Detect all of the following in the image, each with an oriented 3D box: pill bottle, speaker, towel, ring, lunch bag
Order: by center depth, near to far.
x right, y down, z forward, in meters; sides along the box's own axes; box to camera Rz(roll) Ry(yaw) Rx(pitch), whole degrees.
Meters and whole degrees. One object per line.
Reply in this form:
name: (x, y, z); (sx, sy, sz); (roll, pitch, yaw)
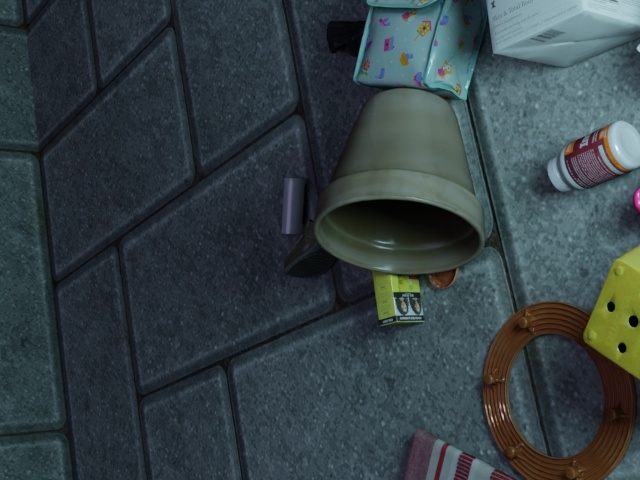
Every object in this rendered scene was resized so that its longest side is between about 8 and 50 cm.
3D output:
pill bottle: (0.460, -0.136, 1.729); (0.152, 0.086, 0.086); (-27, 68, 48)
ring: (0.408, 0.275, 1.820); (0.336, 0.032, 0.337); (-3, 86, 53)
towel: (0.278, 0.530, 1.973); (0.329, 0.037, 0.237); (21, 102, 49)
lunch bag: (0.200, -0.420, 2.021); (0.223, 0.160, 0.262); (15, 93, 50)
speaker: (-0.063, -0.080, 2.423); (0.055, 0.055, 0.136); (5, 92, 52)

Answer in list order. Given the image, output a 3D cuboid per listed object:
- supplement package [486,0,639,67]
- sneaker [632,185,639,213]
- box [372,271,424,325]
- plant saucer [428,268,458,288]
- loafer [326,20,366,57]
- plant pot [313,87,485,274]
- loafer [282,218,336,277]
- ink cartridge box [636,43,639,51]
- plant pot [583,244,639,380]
supplement package: (0.407, -0.456, 1.721); (0.199, 0.198, 0.263); (-18, 74, 51)
sneaker: (0.594, -0.132, 1.536); (0.299, 0.112, 0.121); (-59, 47, 31)
box: (0.153, 0.059, 2.116); (0.058, 0.087, 0.232); (-21, 71, 47)
plant saucer: (0.246, 0.055, 2.052); (0.083, 0.013, 0.084); (-4, 85, 51)
loafer: (0.088, -0.438, 2.237); (0.223, 0.076, 0.078); (17, 107, 56)
plant pot: (0.161, -0.124, 1.970); (0.323, 0.323, 0.280); (-26, 48, 49)
loafer: (0.000, 0.000, 2.324); (0.251, 0.094, 0.087); (-42, 45, 37)
ink cartridge box: (0.566, -0.316, 1.586); (0.181, 0.104, 0.062); (-58, 46, 32)
plant pot: (0.527, 0.121, 1.548); (0.212, 0.187, 0.212); (38, 118, 46)
